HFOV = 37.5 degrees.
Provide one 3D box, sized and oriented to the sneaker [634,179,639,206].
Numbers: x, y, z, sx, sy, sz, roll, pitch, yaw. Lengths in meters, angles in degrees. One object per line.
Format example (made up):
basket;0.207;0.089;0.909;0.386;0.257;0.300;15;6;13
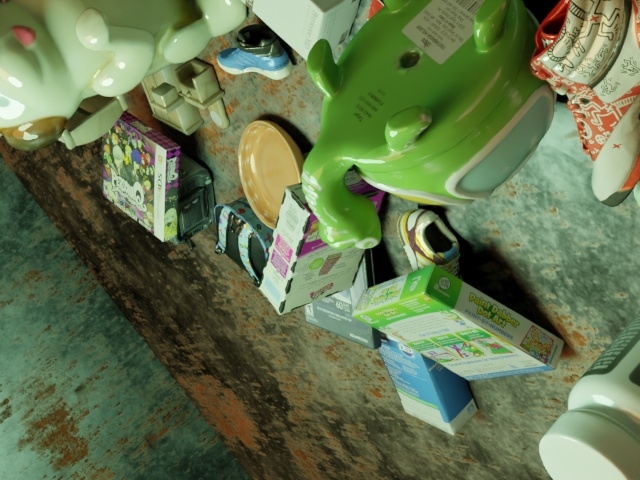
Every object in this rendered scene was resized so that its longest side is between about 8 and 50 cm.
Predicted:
sneaker;0.411;0.018;0.975;0.256;0.151;0.094;34;152;33

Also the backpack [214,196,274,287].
backpack;-0.133;-0.017;1.856;0.158;0.117;0.173;38;153;25

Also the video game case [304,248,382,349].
video game case;0.026;0.044;1.687;0.196;0.026;0.274;17;121;50

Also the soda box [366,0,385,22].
soda box;0.098;-0.288;1.171;0.053;0.060;0.169;44;154;15

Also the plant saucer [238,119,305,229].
plant saucer;-0.078;-0.116;1.664;0.200;0.037;0.200;32;130;46

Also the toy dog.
toy dog;-0.394;-0.335;1.501;0.284;0.408;0.395;55;154;-9

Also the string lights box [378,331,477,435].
string lights box;0.182;0.223;1.720;0.133;0.077;0.260;18;140;49

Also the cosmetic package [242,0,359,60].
cosmetic package;-0.057;-0.366;1.292;0.231;0.085;0.117;45;155;13

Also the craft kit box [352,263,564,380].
craft kit box;0.208;0.137;1.480;0.246;0.061;0.250;27;159;-16

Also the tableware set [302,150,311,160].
tableware set;-0.027;-0.085;1.655;0.141;0.020;0.169;-9;98;55

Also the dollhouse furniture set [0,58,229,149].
dollhouse furniture set;-0.393;-0.201;1.748;0.303;0.355;0.174;28;148;37

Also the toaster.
toaster;-0.317;-0.098;2.038;0.146;0.129;0.227;42;153;26

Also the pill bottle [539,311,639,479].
pill bottle;0.388;0.181;1.080;0.161;0.283;0.161;38;153;24

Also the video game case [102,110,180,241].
video game case;-0.369;-0.139;1.921;0.232;0.042;0.210;34;129;36

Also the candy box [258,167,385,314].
candy box;0.000;0.000;1.538;0.071;0.159;0.233;48;139;31

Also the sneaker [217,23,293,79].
sneaker;-0.116;-0.307;1.494;0.152;0.058;0.084;21;148;39

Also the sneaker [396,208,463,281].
sneaker;0.186;0.035;1.464;0.185;0.069;0.084;59;159;-20

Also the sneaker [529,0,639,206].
sneaker;0.280;-0.153;0.965;0.145;0.090;0.270;13;141;6

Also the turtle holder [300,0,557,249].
turtle holder;0.128;-0.130;1.056;0.243;0.320;0.227;12;161;42
